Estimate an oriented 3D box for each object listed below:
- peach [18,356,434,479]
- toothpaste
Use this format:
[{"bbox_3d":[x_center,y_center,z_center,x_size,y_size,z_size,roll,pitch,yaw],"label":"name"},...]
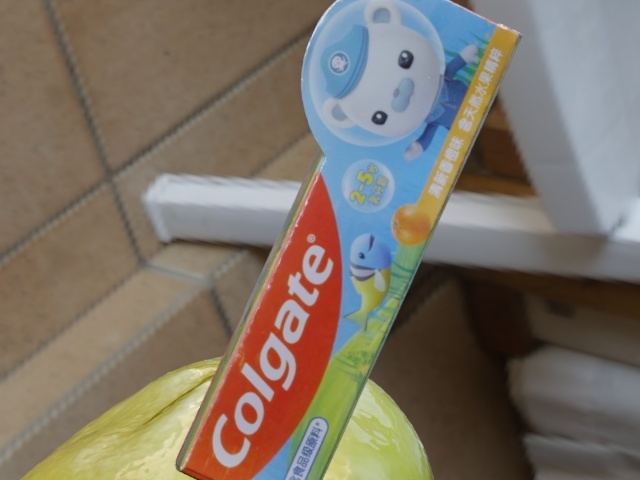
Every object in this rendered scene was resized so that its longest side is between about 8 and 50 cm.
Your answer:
[{"bbox_3d":[-0.062,0.228,1.048,0.314,0.315,0.282,-50,120,-48],"label":"peach"},{"bbox_3d":[0.000,0.000,0.619,0.070,0.044,0.193,25,84,-6],"label":"toothpaste"}]
